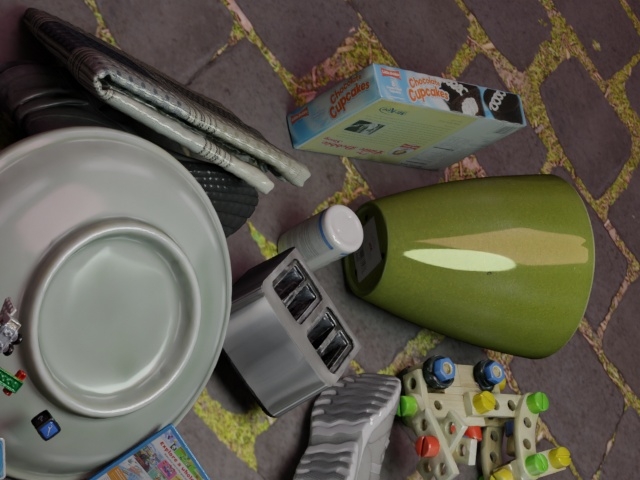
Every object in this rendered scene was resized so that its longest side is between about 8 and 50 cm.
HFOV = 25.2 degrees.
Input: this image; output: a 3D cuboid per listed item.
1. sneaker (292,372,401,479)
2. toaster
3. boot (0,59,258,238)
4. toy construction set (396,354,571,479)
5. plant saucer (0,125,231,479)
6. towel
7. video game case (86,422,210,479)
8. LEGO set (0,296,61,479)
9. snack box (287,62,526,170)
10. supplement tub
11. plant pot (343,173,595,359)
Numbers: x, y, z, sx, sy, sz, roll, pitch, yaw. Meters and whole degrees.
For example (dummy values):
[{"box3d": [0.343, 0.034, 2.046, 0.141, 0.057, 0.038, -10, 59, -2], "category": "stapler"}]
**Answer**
[{"box3d": [0.034, 0.282, 1.883, 0.281, 0.105, 0.115, -57, 143, -47], "category": "sneaker"}, {"box3d": [-0.051, 0.117, 1.822, 0.168, 0.110, 0.186, 56, 28, -6], "category": "toaster"}, {"box3d": [-0.235, -0.120, 1.756, 0.338, 0.118, 0.223, 19, 27, -51], "category": "boot"}, {"box3d": [0.213, 0.273, 2.016, 0.327, 0.151, 0.215, 17, 58, -51], "category": "toy construction set"}, {"box3d": [-0.243, 0.079, 1.555, 0.400, 0.100, 0.401, -9, 105, -37], "category": "plant saucer"}, {"box3d": [-0.196, -0.169, 1.771, 0.324, 0.312, 0.056, 25, 98, -34], "category": "towel"}, {"box3d": [-0.203, 0.299, 1.598, 0.166, 0.015, 0.119, -34, 96, -7], "category": "video game case"}, {"box3d": [-0.379, 0.162, 1.412, 0.244, 0.060, 0.182, -8, 116, -26], "category": "LEGO set"}, {"box3d": [0.131, -0.177, 2.122, 0.322, 0.187, 0.060, 6, 66, -44], "category": "snack box"}, {"box3d": [0.000, 0.000, 1.960, 0.071, 0.107, 0.071, 22, 56, -37], "category": "supplement tub"}, {"box3d": [0.193, 0.027, 2.054, 0.293, 0.275, 0.275, 5, 66, -26], "category": "plant pot"}]
